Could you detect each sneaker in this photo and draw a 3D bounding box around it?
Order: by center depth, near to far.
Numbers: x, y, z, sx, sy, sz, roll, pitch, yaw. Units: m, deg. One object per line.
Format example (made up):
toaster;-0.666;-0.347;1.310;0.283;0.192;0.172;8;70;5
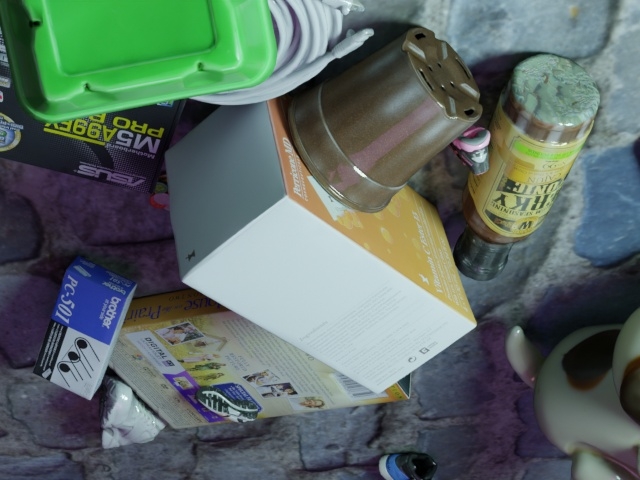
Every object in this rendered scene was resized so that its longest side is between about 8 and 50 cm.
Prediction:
sneaker;0.165;-0.112;1.507;0.047;0.119;0.057;-22;118;-4
sneaker;-0.152;0.261;2.025;0.109;0.040;0.043;28;141;-27
sneaker;-0.307;0.279;2.147;0.115;0.090;0.232;1;157;-8
sneaker;0.179;0.419;2.289;0.084;0.058;0.152;-15;134;40

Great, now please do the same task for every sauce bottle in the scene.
sauce bottle;0.233;-0.072;1.559;0.111;0.111;0.344;8;145;-3

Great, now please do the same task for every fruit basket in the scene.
fruit basket;-0.206;-0.299;1.178;0.282;0.392;0.392;-11;144;-5

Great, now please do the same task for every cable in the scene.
cable;-0.103;-0.251;1.375;0.257;0.089;0.257;30;138;-29

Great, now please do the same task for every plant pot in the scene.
plant pot;0.079;-0.143;1.452;0.167;0.167;0.165;32;128;-32

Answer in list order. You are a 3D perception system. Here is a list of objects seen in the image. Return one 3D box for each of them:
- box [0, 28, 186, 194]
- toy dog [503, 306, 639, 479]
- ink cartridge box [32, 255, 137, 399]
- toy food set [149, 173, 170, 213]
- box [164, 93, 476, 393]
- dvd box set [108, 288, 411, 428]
box;-0.303;-0.167;1.541;0.270;0.060;0.216;14;143;-12
toy dog;0.465;0.189;1.747;0.395;0.284;0.408;44;160;8
ink cartridge box;-0.345;0.129;1.895;0.097;0.046;0.207;25;122;1
toy food set;-0.185;-0.059;1.708;0.082;0.020;0.083;3;145;5
box;0.000;0.000;1.558;0.168;0.215;0.345;-37;132;23
dvd box set;-0.108;0.171;1.983;0.420;0.062;0.308;-11;141;22
